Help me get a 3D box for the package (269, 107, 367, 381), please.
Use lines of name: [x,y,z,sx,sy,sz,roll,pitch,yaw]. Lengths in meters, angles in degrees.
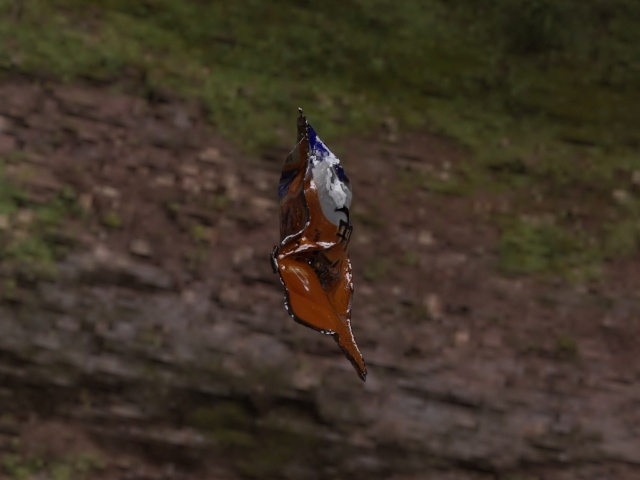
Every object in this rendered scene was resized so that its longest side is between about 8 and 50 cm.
package: [-0.001,0.000,0.777,0.033,0.111,0.077,-4,-25,7]
